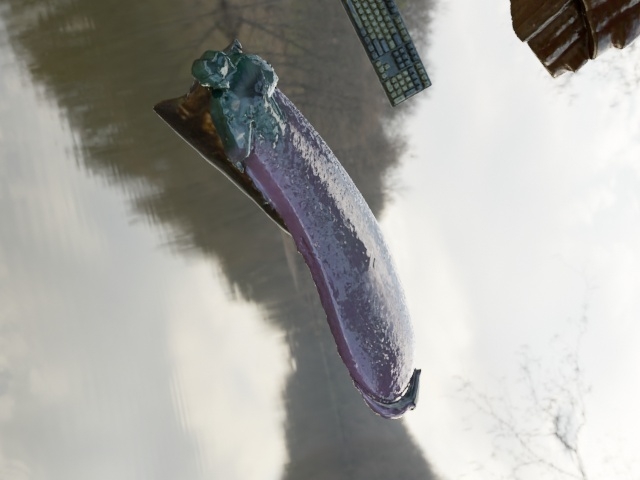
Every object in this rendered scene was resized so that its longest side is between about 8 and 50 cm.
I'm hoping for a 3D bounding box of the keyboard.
[{"bbox_3d":[0.066,-0.237,0.854,0.176,0.055,0.014,61,-2,-23],"label":"keyboard"}]

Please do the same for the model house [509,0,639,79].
[{"bbox_3d":[0.308,-0.320,0.886,0.219,0.199,0.229,65,25,-4],"label":"model house"}]

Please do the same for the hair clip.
[{"bbox_3d":[0.001,-0.001,0.626,0.358,0.096,0.110,53,6,-24],"label":"hair clip"}]
